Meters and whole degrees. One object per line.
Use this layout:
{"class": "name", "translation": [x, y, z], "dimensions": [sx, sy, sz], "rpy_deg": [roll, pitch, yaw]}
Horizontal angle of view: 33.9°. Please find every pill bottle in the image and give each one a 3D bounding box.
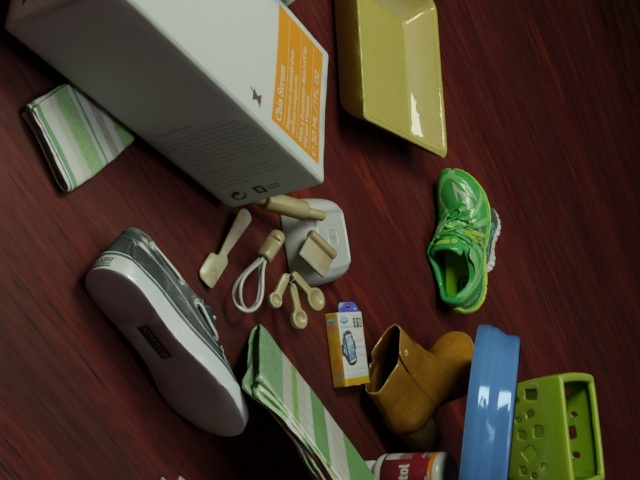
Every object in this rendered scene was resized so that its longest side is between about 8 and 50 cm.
{"class": "pill bottle", "translation": [0.139, 0.385, 1.691], "dimensions": [0.086, 0.152, 0.086], "rpy_deg": [24, 62, -55]}

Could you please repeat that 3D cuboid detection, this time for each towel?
{"class": "towel", "translation": [-0.288, -0.137, 1.261], "dimensions": [0.152, 0.023, 0.113], "rpy_deg": [-53, 128, -54]}
{"class": "towel", "translation": [0.000, 0.279, 1.431], "dimensions": [0.325, 0.038, 0.248], "rpy_deg": [54, 5, -10]}

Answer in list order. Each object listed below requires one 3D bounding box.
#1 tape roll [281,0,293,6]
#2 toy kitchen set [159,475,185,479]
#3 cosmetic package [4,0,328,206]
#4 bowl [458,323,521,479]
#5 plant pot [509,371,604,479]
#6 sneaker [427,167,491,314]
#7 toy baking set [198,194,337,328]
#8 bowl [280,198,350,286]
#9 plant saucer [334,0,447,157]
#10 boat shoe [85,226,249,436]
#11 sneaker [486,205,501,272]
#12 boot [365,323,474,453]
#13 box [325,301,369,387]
{"class": "tape roll", "translation": [-0.124, -0.438, 1.401], "dimensions": [0.246, 0.246, 0.169], "rpy_deg": [39, 49, -49]}
{"class": "toy kitchen set", "translation": [-0.162, 0.341, 1.279], "dimensions": [0.075, 0.068, 0.083], "rpy_deg": [53, 40, -38]}
{"class": "cosmetic package", "translation": [-0.167, -0.252, 1.333], "dimensions": [0.453, 0.161, 0.230], "rpy_deg": [39, 45, -50]}
{"class": "bowl", "translation": [0.283, 0.338, 1.761], "dimensions": [0.391, 0.077, 0.391], "rpy_deg": [6, 90, -79]}
{"class": "plant pot", "translation": [0.441, 0.392, 2.146], "dimensions": [0.228, 0.207, 0.227], "rpy_deg": [12, 71, -57]}
{"class": "sneaker", "translation": [0.275, -0.004, 2.079], "dimensions": [0.123, 0.109, 0.295], "rpy_deg": [16, 68, -61]}
{"class": "toy baking set", "translation": [-0.064, 0.021, 1.521], "dimensions": [0.256, 0.030, 0.197], "rpy_deg": [20, 63, -41]}
{"class": "bowl", "translation": [0.000, 0.000, 1.671], "dimensions": [0.142, 0.053, 0.142], "rpy_deg": [-8, 89, -61]}
{"class": "plant saucer", "translation": [0.121, -0.337, 1.947], "dimensions": [0.333, 0.081, 0.333], "rpy_deg": [15, 68, -56]}
{"class": "boat shoe", "translation": [-0.172, 0.115, 1.304], "dimensions": [0.301, 0.108, 0.102], "rpy_deg": [55, 39, -24]}
{"class": "sneaker", "translation": [0.341, -0.014, 2.244], "dimensions": [0.076, 0.065, 0.166], "rpy_deg": [38, 48, -44]}
{"class": "boot", "translation": [0.179, 0.214, 1.859], "dimensions": [0.211, 0.104, 0.295], "rpy_deg": [59, 40, -32]}
{"class": "box", "translation": [0.043, 0.170, 1.719], "dimensions": [0.081, 0.028, 0.136], "rpy_deg": [5, 75, -59]}
